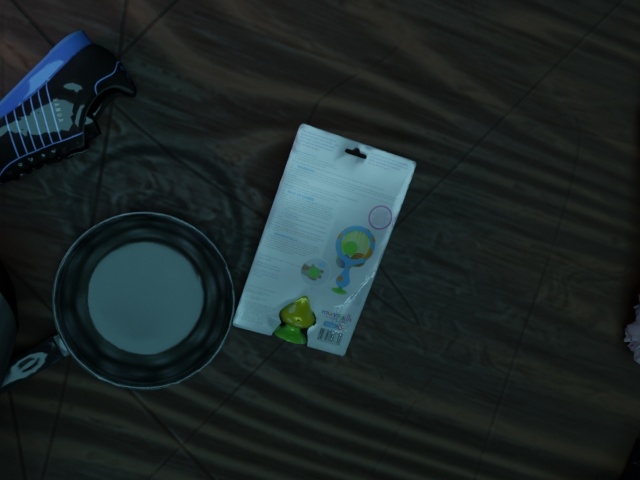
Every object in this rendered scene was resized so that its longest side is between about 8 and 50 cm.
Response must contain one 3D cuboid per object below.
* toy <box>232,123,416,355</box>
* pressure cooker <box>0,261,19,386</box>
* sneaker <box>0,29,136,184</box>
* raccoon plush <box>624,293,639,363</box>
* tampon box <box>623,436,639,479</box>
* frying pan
[{"bbox_3d":[0.000,0.000,1.019,0.136,0.056,0.237,17,98,-13],"label":"toy"},{"bbox_3d":[-0.470,0.180,0.743,0.375,0.370,0.421,20,54,-19],"label":"pressure cooker"},{"bbox_3d":[-0.295,-0.110,0.952,0.090,0.081,0.232,42,88,-3],"label":"sneaker"},{"bbox_3d":[0.537,-0.065,1.065,0.299,0.216,0.447,1,125,-22],"label":"raccoon plush"},{"bbox_3d":[0.458,0.319,1.075,0.161,0.120,0.101,25,81,-10],"label":"tampon box"},{"bbox_3d":[-0.234,0.115,1.000,0.197,0.053,0.326,40,91,-9],"label":"frying pan"}]
